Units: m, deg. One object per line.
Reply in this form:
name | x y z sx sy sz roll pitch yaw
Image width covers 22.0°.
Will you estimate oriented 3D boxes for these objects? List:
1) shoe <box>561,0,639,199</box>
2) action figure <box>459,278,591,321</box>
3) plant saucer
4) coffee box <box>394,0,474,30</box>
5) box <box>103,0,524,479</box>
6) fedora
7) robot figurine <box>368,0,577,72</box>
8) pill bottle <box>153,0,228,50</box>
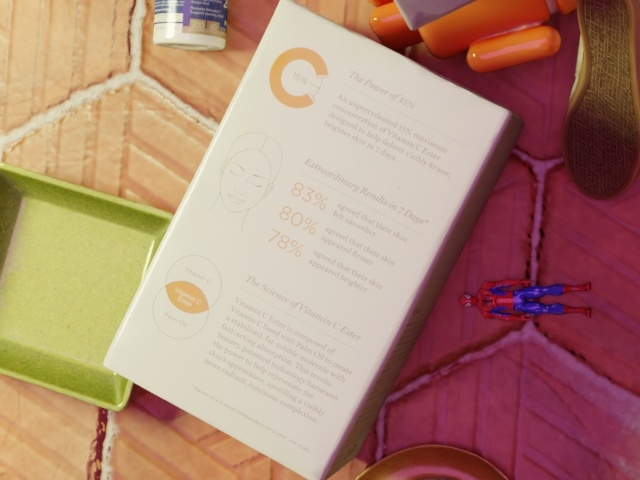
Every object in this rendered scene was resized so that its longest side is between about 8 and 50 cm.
shoe | 0.250 -0.132 1.388 0.077 0.058 0.219 17 131 24
action figure | 0.180 0.052 1.451 0.115 0.030 0.038 -2 94 13
plant saucer | -0.235 0.041 1.520 0.188 0.045 0.188 17 93 10
coffee box | 0.098 -0.326 1.337 0.168 0.119 0.297 -24 41 11
box | 0.000 0.000 1.414 0.215 0.168 0.345 28 95 10
fedora | 0.091 0.276 1.440 0.194 0.079 0.194 0 90 11
robot figurine | 0.143 -0.236 1.408 0.219 0.158 0.128 -19 129 10
pill bottle | -0.115 -0.234 1.487 0.067 0.067 0.120 4 91 11
